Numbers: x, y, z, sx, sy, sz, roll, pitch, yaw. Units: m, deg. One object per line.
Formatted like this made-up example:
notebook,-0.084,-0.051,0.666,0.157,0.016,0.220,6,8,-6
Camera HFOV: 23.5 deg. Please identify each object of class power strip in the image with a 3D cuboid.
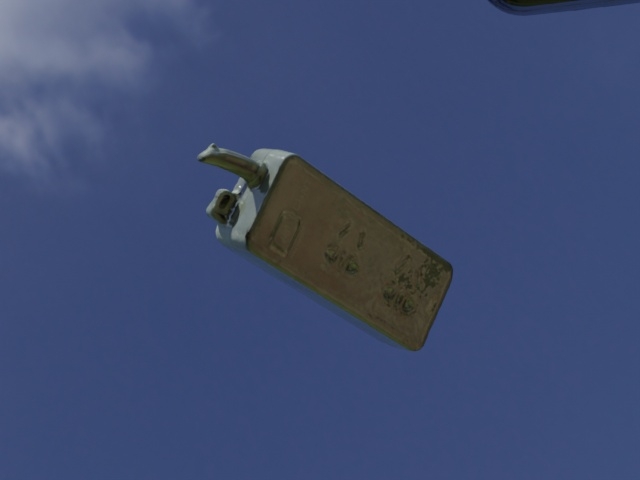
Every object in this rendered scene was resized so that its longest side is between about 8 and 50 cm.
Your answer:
power strip,0.000,0.000,1.312,0.288,0.053,0.093,33,-102,-39

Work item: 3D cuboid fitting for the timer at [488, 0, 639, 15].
timer,0.124,-0.189,0.606,0.144,0.187,0.055,-6,-1,7
